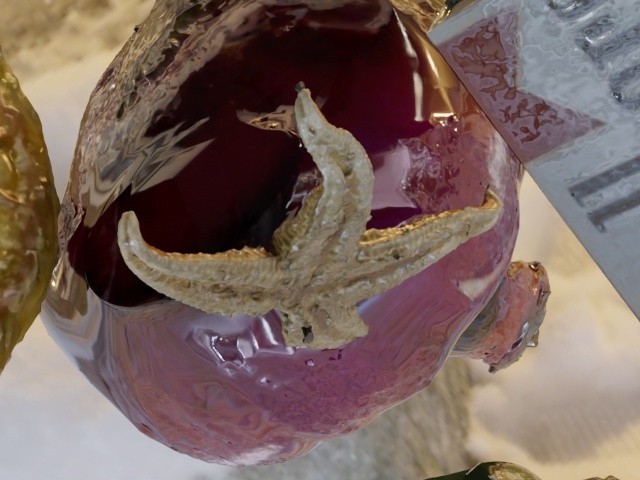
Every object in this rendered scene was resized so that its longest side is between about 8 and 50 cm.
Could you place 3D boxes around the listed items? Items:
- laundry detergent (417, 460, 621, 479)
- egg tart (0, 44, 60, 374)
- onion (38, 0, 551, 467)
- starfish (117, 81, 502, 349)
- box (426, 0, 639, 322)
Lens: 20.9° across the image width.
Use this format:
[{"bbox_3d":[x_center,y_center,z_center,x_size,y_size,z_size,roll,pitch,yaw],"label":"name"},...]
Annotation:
[{"bbox_3d":[0.060,0.165,0.844,0.222,0.078,0.144,-12,24,-5],"label":"laundry detergent"},{"bbox_3d":[-0.322,-0.021,1.098,0.129,0.341,0.341,-5,47,56],"label":"egg tart"},{"bbox_3d":[0.013,0.010,1.269,0.398,0.420,0.398,-31,38,28],"label":"onion"},{"bbox_3d":[0.002,0.000,0.946,0.138,0.247,0.050,-48,58,13],"label":"starfish"},{"bbox_3d":[0.134,-0.036,0.618,0.115,0.177,0.036,-27,18,37],"label":"box"}]
